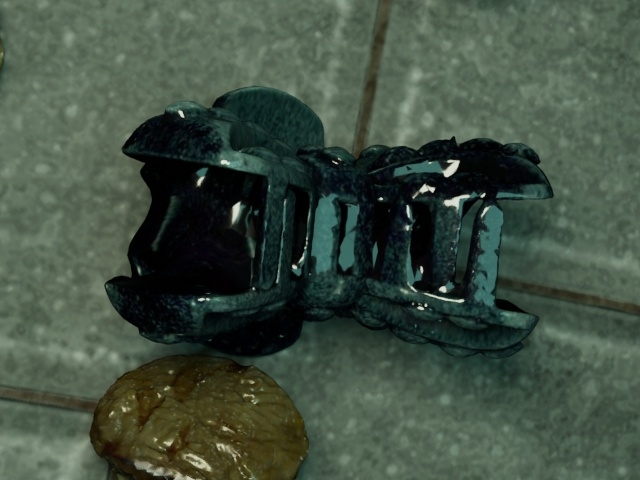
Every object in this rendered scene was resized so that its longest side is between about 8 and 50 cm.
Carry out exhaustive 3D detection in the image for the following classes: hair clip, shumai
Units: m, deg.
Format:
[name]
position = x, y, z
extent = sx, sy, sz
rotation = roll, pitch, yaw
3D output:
[hair clip]
position = -0.006, -0.001, 1.224
extent = 0.310, 0.206, 0.194
rotation = 7, 94, -28
[shumai]
position = -0.092, 0.144, 1.262
extent = 0.139, 0.105, 0.123
rotation = 25, 44, -20

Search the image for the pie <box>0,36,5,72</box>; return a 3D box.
[pie]
position = -0.301, -0.125, 1.174
extent = 0.195, 0.046, 0.195
rotation = -2, 95, -22
